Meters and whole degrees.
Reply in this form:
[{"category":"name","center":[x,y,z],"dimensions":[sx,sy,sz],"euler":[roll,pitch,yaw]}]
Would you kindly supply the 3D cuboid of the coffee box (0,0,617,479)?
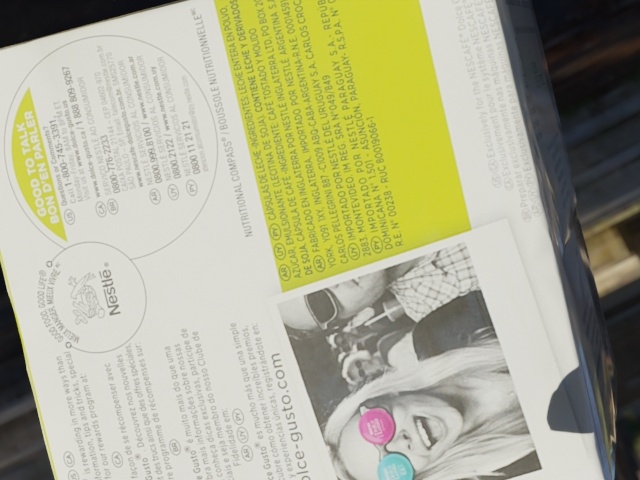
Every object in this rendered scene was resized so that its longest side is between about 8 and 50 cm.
[{"category":"coffee box","center":[0.000,0.000,1.059],"dimensions":[0.334,0.338,0.337],"euler":[-13,-176,12]}]
